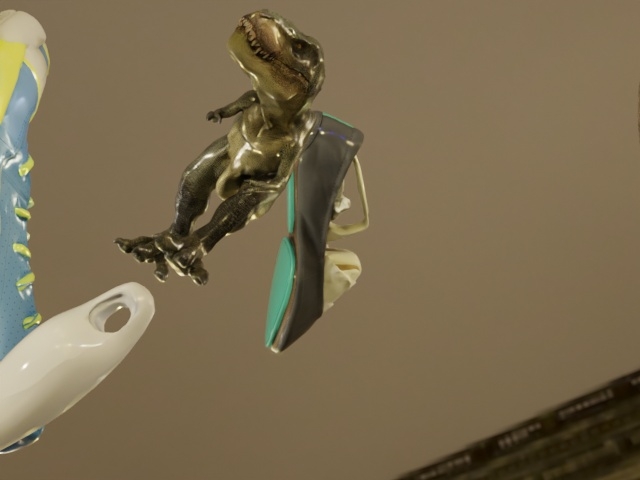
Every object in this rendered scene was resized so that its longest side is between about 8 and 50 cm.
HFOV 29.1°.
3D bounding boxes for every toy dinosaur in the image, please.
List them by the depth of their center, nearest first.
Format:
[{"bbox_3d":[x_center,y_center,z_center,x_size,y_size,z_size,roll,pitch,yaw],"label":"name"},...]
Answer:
[{"bbox_3d":[-0.051,-0.029,0.678,0.118,0.064,0.268,-48,-3,-17],"label":"toy dinosaur"}]

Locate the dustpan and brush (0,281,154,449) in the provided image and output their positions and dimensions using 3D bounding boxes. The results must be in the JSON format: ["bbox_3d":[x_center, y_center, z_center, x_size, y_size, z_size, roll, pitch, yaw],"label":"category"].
[{"bbox_3d":[-0.131,0.078,0.310,0.211,0.147,0.060,-43,-24,1],"label":"dustpan and brush"}]

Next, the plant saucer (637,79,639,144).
[{"bbox_3d":[0.248,0.010,0.562,0.278,0.278,0.041,11,-33,-41],"label":"plant saucer"}]

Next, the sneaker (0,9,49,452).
[{"bbox_3d":[-0.153,0.013,0.492,0.091,0.240,0.126,-15,-56,34],"label":"sneaker"}]

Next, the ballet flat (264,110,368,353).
[{"bbox_3d":[0.000,0.000,0.927,0.074,0.074,0.203,-5,-61,-22],"label":"ballet flat"}]
